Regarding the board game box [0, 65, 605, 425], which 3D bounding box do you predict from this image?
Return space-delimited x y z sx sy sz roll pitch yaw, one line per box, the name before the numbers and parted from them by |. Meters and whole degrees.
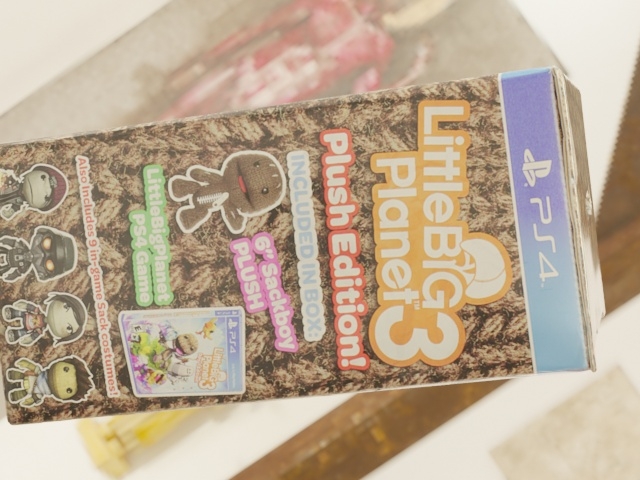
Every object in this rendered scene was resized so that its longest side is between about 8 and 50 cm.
board game box | 0.000 0.000 0.787 0.232 0.291 0.141 -17 100 -78
